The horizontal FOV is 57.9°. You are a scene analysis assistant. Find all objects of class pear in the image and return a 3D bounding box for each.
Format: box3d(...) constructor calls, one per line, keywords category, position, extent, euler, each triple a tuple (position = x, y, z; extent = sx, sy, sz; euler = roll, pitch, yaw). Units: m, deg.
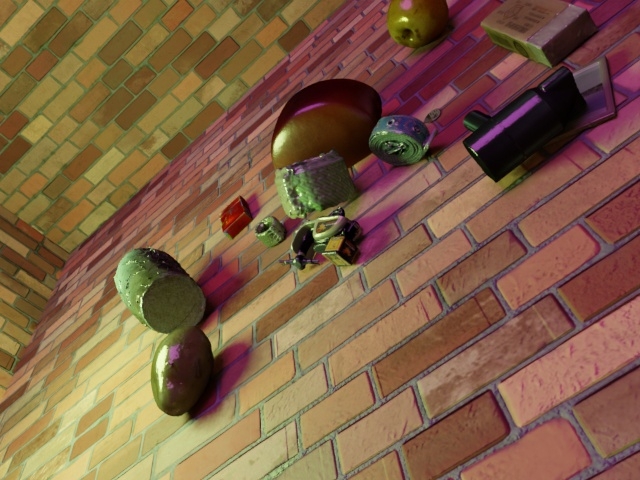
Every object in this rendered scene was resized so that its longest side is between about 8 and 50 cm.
box3d(category="pear", position=(0.331, -0.762, 1.951), extent=(0.209, 0.209, 0.208), euler=(-34, 30, 23))

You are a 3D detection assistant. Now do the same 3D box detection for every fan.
box3d(category="fan", position=(0.309, -0.342, 1.627), extent=(0.080, 0.003, 0.060), euler=(-49, 27, -7))

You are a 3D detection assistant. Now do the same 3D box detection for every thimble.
box3d(category="thimble", position=(-0.022, -0.157, 1.612), extent=(0.219, 0.150, 0.219), euler=(-20, 10, 4))
box3d(category="thimble", position=(-0.153, -0.028, 1.791), extent=(0.084, 0.062, 0.110), euler=(-53, 28, -15))

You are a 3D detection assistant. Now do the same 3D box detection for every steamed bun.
box3d(category="steamed bun", position=(0.000, -0.350, 1.807), extent=(0.379, 0.248, 0.235), euler=(-30, 31, 31))

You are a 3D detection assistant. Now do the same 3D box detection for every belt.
box3d(category="belt", position=(0.206, -0.260, 1.518), extent=(0.082, 0.148, 0.163), euler=(-63, 3, -23))

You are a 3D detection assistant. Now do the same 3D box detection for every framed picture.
box3d(category="framed picture", position=(0.490, -0.275, 1.271), extent=(0.289, 0.016, 0.213), euler=(-23, 36, 38))

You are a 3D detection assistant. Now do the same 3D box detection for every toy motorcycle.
box3d(category="toy motorcycle", position=(0.000, 0.000, 1.513), extent=(0.263, 0.091, 0.157), euler=(-9, 49, 51))

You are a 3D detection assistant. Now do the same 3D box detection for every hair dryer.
box3d(category="hair dryer", position=(0.413, -0.274, 1.266), extent=(0.244, 0.116, 0.302), euler=(-38, 22, 11))

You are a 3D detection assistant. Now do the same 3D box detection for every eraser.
box3d(category="eraser", position=(0.551, -0.552, 1.491), extent=(0.144, 0.078, 0.343), euler=(-40, 29, 13))

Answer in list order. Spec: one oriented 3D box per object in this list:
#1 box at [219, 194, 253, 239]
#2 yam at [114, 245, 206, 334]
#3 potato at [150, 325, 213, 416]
box3d(category="box", position=(-0.309, -0.087, 2.102), extent=(0.112, 0.048, 0.175), euler=(-43, 27, 7))
box3d(category="yam", position=(-0.507, 0.160, 1.835), extent=(0.241, 0.241, 0.348), euler=(-51, 29, -10))
box3d(category="potato", position=(-0.361, 0.336, 1.503), extent=(0.177, 0.160, 0.235), euler=(106, 169, -56))
